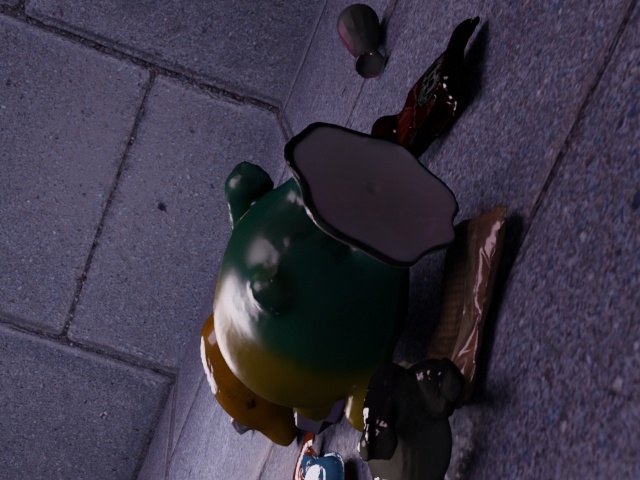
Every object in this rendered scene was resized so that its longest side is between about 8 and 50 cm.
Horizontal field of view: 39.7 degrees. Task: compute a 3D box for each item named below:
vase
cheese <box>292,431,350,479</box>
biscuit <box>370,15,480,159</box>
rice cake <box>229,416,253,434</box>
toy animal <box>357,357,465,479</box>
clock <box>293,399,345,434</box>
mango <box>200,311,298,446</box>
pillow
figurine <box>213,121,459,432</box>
[{"bbox_3d":[0.084,-0.384,1.726,0.214,0.086,0.086,-98,29,-55],"label":"vase"},{"bbox_3d":[-0.003,0.311,1.152,0.256,0.037,0.106,-162,93,-79],"label":"cheese"},{"bbox_3d":[0.141,-0.183,1.198,0.235,0.063,0.151,126,159,-45],"label":"biscuit"},{"bbox_3d":[-0.094,0.200,1.664,0.073,0.056,0.365,-113,44,-69],"label":"rice cake"},{"bbox_3d":[0.076,0.214,0.805,0.121,0.093,0.225,175,96,-87],"label":"toy animal"},{"bbox_3d":[0.009,0.129,1.259,0.186,0.083,0.253,-114,45,-73],"label":"clock"},{"bbox_3d":[-0.109,0.208,1.334,0.157,0.109,0.262,-119,9,-55],"label":"mango"},{"bbox_3d":[0.141,0.070,0.895,0.135,0.034,0.211,154,132,-71],"label":"pillow"},{"bbox_3d":[-0.007,0.055,1.001,0.231,0.323,0.340,-28,-26,-42],"label":"figurine"}]
